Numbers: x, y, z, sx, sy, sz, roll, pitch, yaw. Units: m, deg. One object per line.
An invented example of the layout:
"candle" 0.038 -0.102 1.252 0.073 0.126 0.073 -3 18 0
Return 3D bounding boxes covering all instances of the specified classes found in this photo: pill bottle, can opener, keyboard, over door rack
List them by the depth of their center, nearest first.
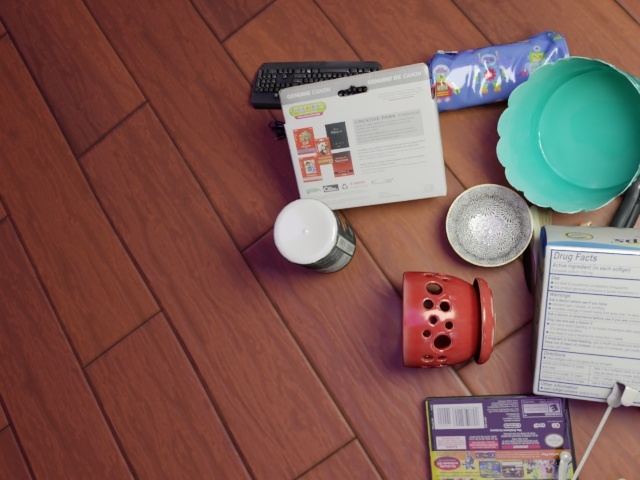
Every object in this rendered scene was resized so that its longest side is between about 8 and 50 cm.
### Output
"over door rack" 0.555 0.416 0.993 0.239 0.108 0.324 24 108 9
"can opener" 0.610 -0.068 1.130 0.073 0.059 0.186 -5 54 57
"pill bottle" 0.000 0.000 1.196 0.130 0.245 0.130 -2 81 14
"keyboard" -0.018 -0.339 1.380 0.317 0.033 0.201 4 81 17

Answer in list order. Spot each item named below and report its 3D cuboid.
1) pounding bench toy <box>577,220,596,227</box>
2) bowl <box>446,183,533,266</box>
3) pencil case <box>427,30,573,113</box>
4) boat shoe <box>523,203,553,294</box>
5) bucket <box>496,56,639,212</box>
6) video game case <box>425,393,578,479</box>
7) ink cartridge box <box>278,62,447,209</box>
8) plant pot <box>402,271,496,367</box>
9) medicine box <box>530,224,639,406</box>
"pounding bench toy" 0.541 -0.008 1.150 0.083 0.052 0.065 -27 73 9
"bowl" 0.349 -0.025 1.192 0.170 0.080 0.170 -3 78 15
"pencil case" 0.373 -0.360 1.226 0.306 0.119 0.133 -8 101 13
"boat shoe" 0.454 0.017 1.166 0.072 0.068 0.190 1 80 4
"bucket" 0.491 -0.200 1.081 0.281 0.183 0.281 12 109 39
"video game case" 0.354 0.432 1.129 0.275 0.035 0.248 -6 78 14
"ink cartridge box" 0.095 -0.220 1.207 0.309 0.130 0.272 -6 114 14
"plant pot" 0.247 0.157 1.135 0.174 0.191 0.191 0 80 6
"medicine box" 0.524 0.132 1.025 0.263 0.149 0.289 4 106 16
